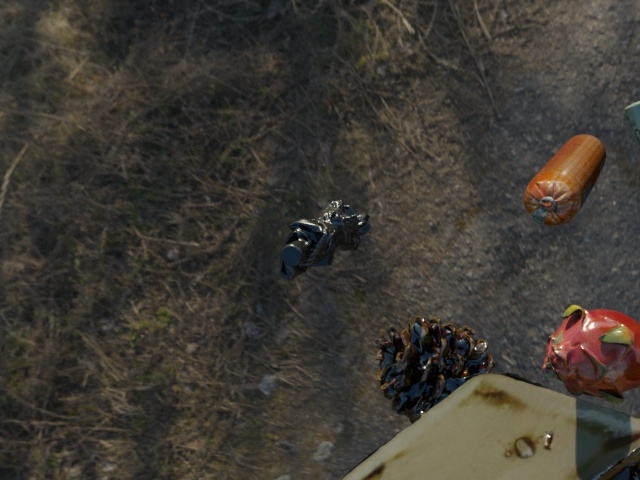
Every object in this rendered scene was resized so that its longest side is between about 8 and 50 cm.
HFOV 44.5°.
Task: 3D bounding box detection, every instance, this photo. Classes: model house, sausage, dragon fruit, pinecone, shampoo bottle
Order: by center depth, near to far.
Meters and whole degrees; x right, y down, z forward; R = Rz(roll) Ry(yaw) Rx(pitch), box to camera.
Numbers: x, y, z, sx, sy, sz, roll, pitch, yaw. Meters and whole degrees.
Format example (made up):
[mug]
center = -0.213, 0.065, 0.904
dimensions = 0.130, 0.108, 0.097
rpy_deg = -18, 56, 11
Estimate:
[sausage]
center = 0.257, -0.067, 0.804
dimensions = 0.053, 0.348, 0.053
rpy_deg = 7, 107, 23
[model house]
center = 0.226, 0.326, 0.813
dimensions = 0.317, 0.282, 0.297
rpy_deg = -38, 20, -2
[pinecone]
center = 0.232, 0.281, 1.631
dimensions = 0.243, 0.257, 0.243
rpy_deg = -20, 67, 61
[dragon fruit]
center = 0.614, 0.255, 1.744
dimensions = 0.227, 0.224, 0.224
rpy_deg = 8, 74, 7
[shampoo bottle]
center = 0.769, -0.191, 1.765
dimensions = 0.085, 0.085, 0.262
rpy_deg = -19, 87, 14

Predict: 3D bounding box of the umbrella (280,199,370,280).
[umbrella]
center = -0.001, 0.000, 1.435
dimensions = 0.122, 0.272, 0.110
rpy_deg = -19, 97, 26
